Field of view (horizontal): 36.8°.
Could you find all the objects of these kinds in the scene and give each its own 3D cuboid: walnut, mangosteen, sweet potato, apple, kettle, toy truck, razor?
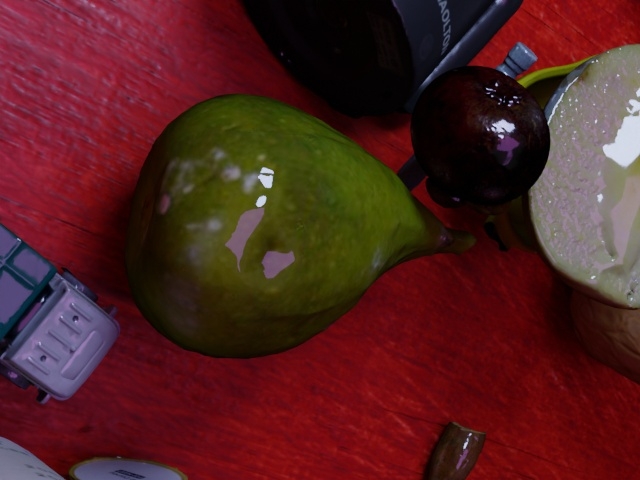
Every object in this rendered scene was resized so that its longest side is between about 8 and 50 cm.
[{"bbox_3d":[0.400,0.085,1.114,0.195,0.221,0.195,-25,136,-28],"label":"walnut"},{"bbox_3d":[0.135,-0.081,0.852,0.140,0.140,0.140,-4,97,-32],"label":"mangosteen"},{"bbox_3d":[0.140,0.253,1.066,0.049,0.049,0.117,42,73,-29],"label":"sweet potato"},{"bbox_3d":[0.275,-0.077,0.949,0.193,0.120,0.265,35,76,-21],"label":"apple"},{"bbox_3d":[0.111,-0.265,0.905,0.308,0.203,0.262,-46,115,-23],"label":"kettle"},{"bbox_3d":[-0.272,0.022,0.736,0.253,0.124,0.114,44,74,-26],"label":"toy truck"},{"bbox_3d":[0.122,-0.099,0.943,0.106,0.068,0.232,28,117,-32],"label":"razor"}]

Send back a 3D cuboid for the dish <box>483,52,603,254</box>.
[{"bbox_3d":[0.249,-0.091,1.063,0.262,0.108,0.221,-8,100,-33],"label":"dish"}]

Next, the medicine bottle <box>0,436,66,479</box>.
[{"bbox_3d":[-0.246,0.225,0.670,0.170,0.293,0.170,-3,95,-33],"label":"medicine bottle"}]

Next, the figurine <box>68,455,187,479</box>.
[{"bbox_3d":[-0.175,0.326,0.820,0.189,0.142,0.264,2,95,-56],"label":"figurine"}]

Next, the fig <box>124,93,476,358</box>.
[{"bbox_3d":[-0.029,0.011,0.837,0.314,0.233,0.233,34,77,-41],"label":"fig"}]
